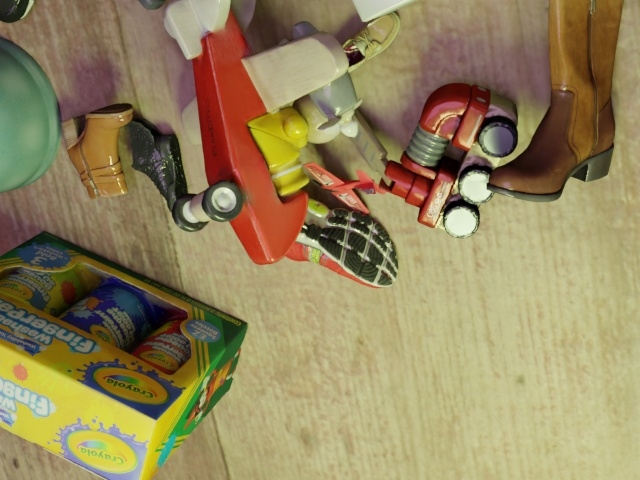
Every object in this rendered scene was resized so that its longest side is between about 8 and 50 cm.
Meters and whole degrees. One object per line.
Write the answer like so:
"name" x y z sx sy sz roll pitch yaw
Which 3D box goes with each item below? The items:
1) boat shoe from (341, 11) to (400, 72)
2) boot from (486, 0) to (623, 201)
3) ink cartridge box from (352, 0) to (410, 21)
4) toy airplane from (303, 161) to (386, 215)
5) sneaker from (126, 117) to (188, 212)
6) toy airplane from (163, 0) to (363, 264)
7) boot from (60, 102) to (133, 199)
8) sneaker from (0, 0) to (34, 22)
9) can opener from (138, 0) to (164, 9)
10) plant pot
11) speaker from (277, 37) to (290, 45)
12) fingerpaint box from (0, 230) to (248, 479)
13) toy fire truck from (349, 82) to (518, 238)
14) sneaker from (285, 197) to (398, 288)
"boat shoe" 0.068 -0.301 1.628 0.050 0.045 0.135 47 118 -2
"boot" 0.332 -0.205 1.457 0.096 0.264 0.280 28 126 49
"ink cartridge box" 0.120 -0.536 1.454 0.279 0.160 0.384 -20 102 25
"toy airplane" 0.044 -0.089 1.687 0.151 0.151 0.028 26 73 9
"sneaker" -0.286 -0.127 1.824 0.089 0.051 0.170 -1 105 20
"toy airplane" -0.091 -0.208 1.572 0.386 0.272 0.384 55 140 42
"boot" -0.363 -0.152 1.813 0.197 0.073 0.152 -7 104 49
"sneaker" -0.535 -0.496 1.731 0.107 0.124 0.283 18 115 14
"can opener" -0.354 -0.489 1.682 0.283 0.095 0.076 48 119 5
"plant pot" -0.633 -0.202 1.840 0.293 0.196 0.293 7 111 18
"speaker" -0.018 -0.262 1.670 0.136 0.055 0.055 37 118 3
"fingerpaint box" -0.405 0.187 1.806 0.445 0.371 0.163 24 116 11
"toy fire truck" 0.158 -0.152 1.612 0.246 0.158 0.217 21 116 0
"sneaker" 0.000 0.000 1.750 0.279 0.107 0.118 28 151 -3
